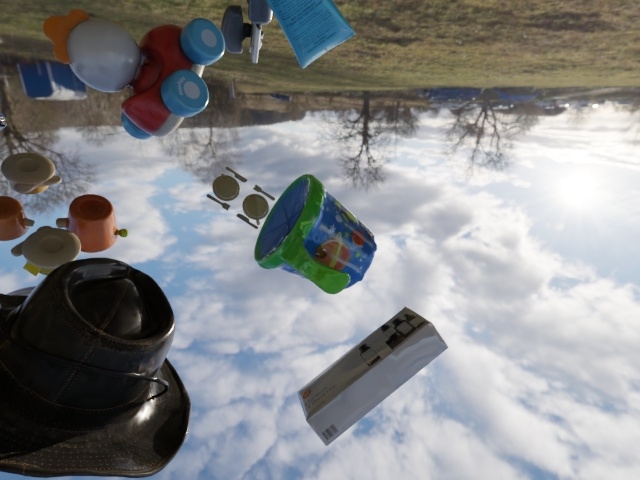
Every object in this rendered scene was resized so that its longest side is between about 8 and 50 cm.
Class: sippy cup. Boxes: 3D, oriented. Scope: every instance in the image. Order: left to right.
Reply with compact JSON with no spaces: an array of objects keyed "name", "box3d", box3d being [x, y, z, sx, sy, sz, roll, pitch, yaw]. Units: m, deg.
[{"name":"sippy cup","box3d":[0.000,0.000,0.963,0.240,0.224,0.305,-28,-142,50]}]

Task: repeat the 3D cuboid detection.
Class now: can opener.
[{"name":"can opener","box3d":[-0.139,-0.449,0.775,0.095,0.075,0.283,-6,165,-14]}]

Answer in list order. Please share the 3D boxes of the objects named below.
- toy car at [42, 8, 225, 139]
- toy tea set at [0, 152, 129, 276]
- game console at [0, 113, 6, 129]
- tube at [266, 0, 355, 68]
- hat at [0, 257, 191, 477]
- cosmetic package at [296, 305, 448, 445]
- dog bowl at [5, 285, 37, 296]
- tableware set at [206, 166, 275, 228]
[{"name":"toy car","box3d":[-0.335,-0.320,0.715,0.219,0.210,0.238,-3,159,44]},{"name":"toy tea set","box3d":[-0.554,-0.049,0.790,0.336,0.124,0.200,34,-135,3]},{"name":"game console","box3d":[-0.672,-0.099,0.662,0.293,0.173,0.250,-1,-170,40]},{"name":"tube","box3d":[-0.039,-0.295,0.465,0.080,0.207,0.052,-24,-129,19]},{"name":"hat","box3d":[-0.254,0.095,0.464,0.332,0.133,0.331,31,-178,-1]},{"name":"cosmetic package","box3d":[0.078,0.208,0.665,0.239,0.060,0.099,-37,-170,-6]},{"name":"dog bowl","box3d":[-0.596,0.231,0.872,0.265,0.264,0.104,-14,-169,-30]},{"name":"tableware set","box3d":[-0.255,-0.133,1.312,0.128,0.194,0.039,-62,-165,-23]}]
